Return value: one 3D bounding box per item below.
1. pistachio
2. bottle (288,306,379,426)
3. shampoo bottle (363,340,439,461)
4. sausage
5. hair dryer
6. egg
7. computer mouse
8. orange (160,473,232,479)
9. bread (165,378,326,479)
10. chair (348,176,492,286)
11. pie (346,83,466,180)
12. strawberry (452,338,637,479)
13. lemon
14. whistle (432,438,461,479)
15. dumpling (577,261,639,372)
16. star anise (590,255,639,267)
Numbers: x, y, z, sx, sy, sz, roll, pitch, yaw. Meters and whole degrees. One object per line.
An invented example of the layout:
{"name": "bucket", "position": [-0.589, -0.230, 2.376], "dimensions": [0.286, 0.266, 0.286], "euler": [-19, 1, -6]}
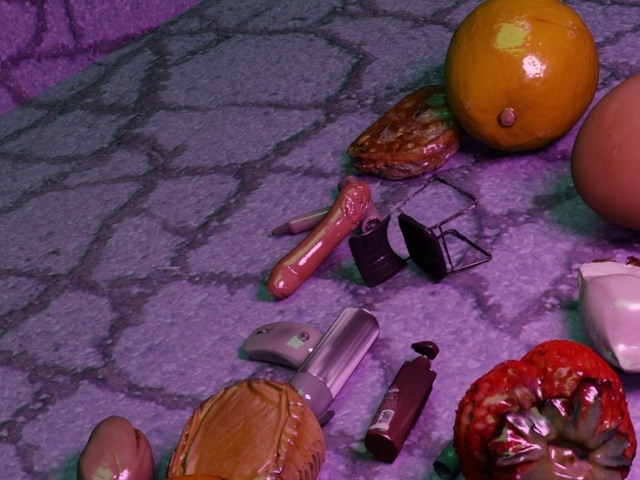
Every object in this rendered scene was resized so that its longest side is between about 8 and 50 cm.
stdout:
{"name": "pistachio", "position": [-0.335, 0.369, 1.713], "dimensions": [0.136, 0.136, 0.226], "euler": [-18, 26, 1]}
{"name": "bottle", "position": [0.020, 0.219, 1.802], "dimensions": [0.096, 0.079, 0.253], "euler": [35, 49, 7]}
{"name": "shampoo bottle", "position": [0.137, 0.249, 1.704], "dimensions": [0.068, 0.067, 0.236], "euler": [18, 42, 17]}
{"name": "sausage", "position": [-0.001, 0.000, 2.107], "dimensions": [0.078, 0.078, 0.304], "euler": [24, 68, 47]}
{"name": "hair dryer", "position": [0.007, -0.042, 2.221], "dimensions": [0.220, 0.053, 0.195], "euler": [-22, 33, -5]}
{"name": "egg", "position": [0.626, -0.163, 1.859], "dimensions": [0.374, 0.301, 0.301], "euler": [-17, 31, 18]}
{"name": "computer mouse", "position": [-0.067, 0.181, 1.920], "dimensions": [0.182, 0.056, 0.089], "euler": [6, 35, 34]}
{"name": "orange", "position": [-0.173, 0.438, 1.383], "dimensions": [0.274, 0.274, 0.274], "euler": [-13, 32, 9]}
{"name": "bread", "position": [-0.112, 0.341, 1.622], "dimensions": [0.227, 0.142, 0.253], "euler": [-1, 39, 23]}
{"name": "chair", "position": [0.183, 0.007, 1.980], "dimensions": [0.221, 0.140, 0.145], "euler": [-30, 33, -14]}
{"name": "pie", "position": [0.204, -0.233, 2.380], "dimensions": [0.308, 0.085, 0.308], "euler": [-16, 34, 11]}
{"name": "strawberry", "position": [0.298, 0.269, 1.449], "dimensions": [0.250, 0.238, 0.288], "euler": [-19, 3, -11]}
{"name": "lemon", "position": [0.420, -0.353, 2.234], "dimensions": [0.348, 0.348, 0.348], "euler": [-13, 32, 9]}
{"name": "whistle", "position": [0.238, 0.288, 1.618], "dimensions": [0.039, 0.039, 0.186], "euler": [14, 43, 41]}
{"name": "dumpling", "position": [0.504, 0.116, 1.660], "dimensions": [0.179, 0.131, 0.252], "euler": [-9, 35, -6]}
{"name": "star anise", "position": [0.526, 0.076, 1.778], "dimensions": [0.168, 0.057, 0.168], "euler": [-7, 41, 6]}
